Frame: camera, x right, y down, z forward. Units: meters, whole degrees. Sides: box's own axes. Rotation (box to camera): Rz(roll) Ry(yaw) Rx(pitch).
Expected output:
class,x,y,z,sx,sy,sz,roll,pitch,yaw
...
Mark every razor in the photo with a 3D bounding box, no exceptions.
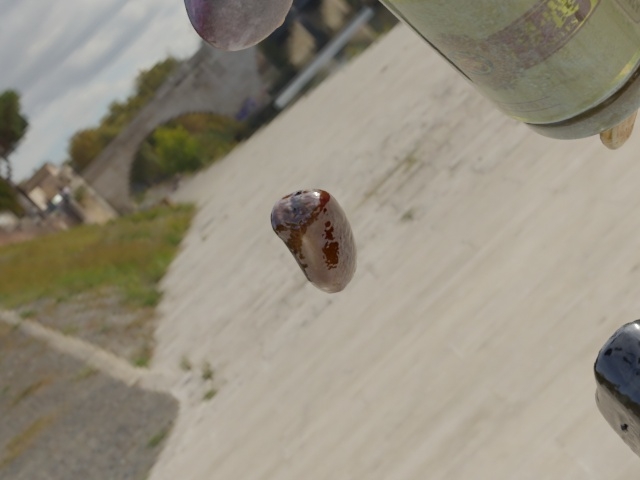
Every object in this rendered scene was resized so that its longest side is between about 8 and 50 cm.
class,x,y,z,sx,sy,sz,roll,pitch,yaw
razor,0.456,0.264,1.539,0.113,0.349,0.204,-28,-31,-7

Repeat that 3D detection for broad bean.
class,x,y,z,sx,sy,sz,roll,pitch,yaw
broad bean,0.000,0.000,1.593,0.084,0.165,0.114,-4,46,23

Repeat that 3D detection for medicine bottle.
class,x,y,z,sx,sy,sz,roll,pitch,yaw
medicine bottle,0.111,-0.202,0.880,0.151,0.322,0.151,-23,51,32

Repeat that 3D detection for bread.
class,x,y,z,sx,sy,sz,roll,pitch,yaw
bread,0.330,-0.151,1.407,0.110,0.024,0.110,-35,-48,-52

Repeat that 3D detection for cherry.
class,x,y,z,sx,sy,sz,roll,pitch,yaw
cherry,-0.122,-0.370,1.909,0.176,0.176,0.140,-45,24,5

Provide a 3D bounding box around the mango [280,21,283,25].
class,x,y,z,sx,sy,sz,roll,pitch,yaw
mango,-0.105,-0.379,2.123,0.114,0.079,0.057,15,81,45
